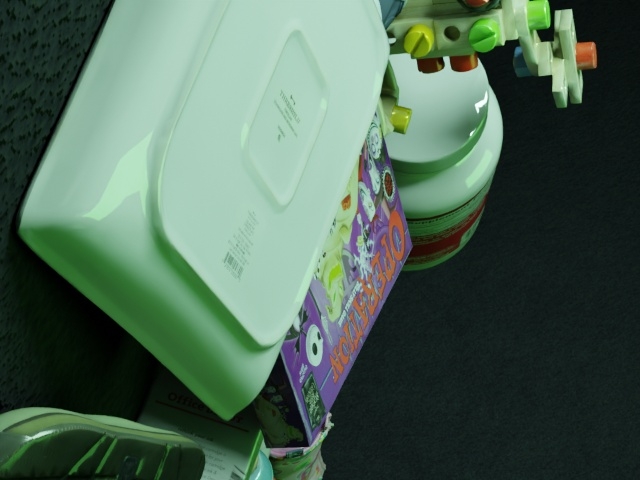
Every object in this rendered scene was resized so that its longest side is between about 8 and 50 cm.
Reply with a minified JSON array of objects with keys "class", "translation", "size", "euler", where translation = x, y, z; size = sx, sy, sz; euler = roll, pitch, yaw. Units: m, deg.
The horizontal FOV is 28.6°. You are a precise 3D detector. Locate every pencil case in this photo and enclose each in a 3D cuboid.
[{"class":"pencil case","translation":[-0.046,0.298,1.826],"size":[0.284,0.124,0.124],"euler":[96,13,-63]}]

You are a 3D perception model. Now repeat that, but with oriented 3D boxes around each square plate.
[{"class":"square plate","translation":[-0.040,-0.083,0.831],"size":[0.347,0.049,0.344],"euler":[58,49,-61]}]

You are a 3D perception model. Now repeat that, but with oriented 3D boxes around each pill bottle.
[{"class":"pill bottle","translation":[0.117,-0.115,1.644],"size":[0.408,0.229,0.229],"euler":[83,25,-74]}]

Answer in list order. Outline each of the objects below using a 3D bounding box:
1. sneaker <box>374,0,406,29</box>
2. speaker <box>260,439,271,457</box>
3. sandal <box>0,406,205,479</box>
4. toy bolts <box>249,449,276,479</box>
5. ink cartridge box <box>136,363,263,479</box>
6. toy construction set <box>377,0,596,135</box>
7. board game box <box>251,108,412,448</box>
[{"class":"sneaker","translation":[0.002,-0.168,1.101],"size":[0.282,0.099,0.153],"euler":[-30,133,-70]},{"class":"speaker","translation":[-0.081,0.230,1.643],"size":[0.055,0.055,0.136],"euler":[-60,165,-63]},{"class":"sandal","translation":[-0.152,0.155,0.779],"size":[0.120,0.086,0.303],"euler":[-65,157,-15]},{"class":"toy bolts","translation":[-0.076,0.327,1.414],"size":[0.158,0.218,0.229],"euler":[88,2,-54]},{"class":"ink cartridge box","translation":[-0.110,0.187,1.069],"size":[0.060,0.104,0.180],"euler":[93,16,-67]},{"class":"toy construction set","translation":[0.124,-0.191,1.308],"size":[0.151,0.327,0.215],"euler":[-88,167,-61]},{"class":"board game box","translation":[0.000,0.000,1.127],"size":[0.347,0.056,0.208],"euler":[-59,142,-56]}]
